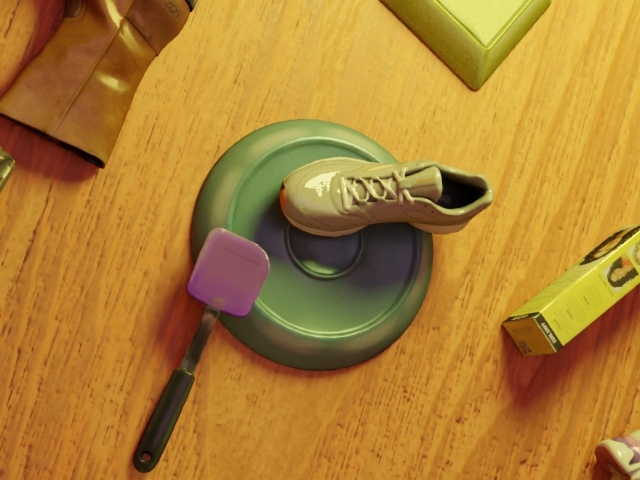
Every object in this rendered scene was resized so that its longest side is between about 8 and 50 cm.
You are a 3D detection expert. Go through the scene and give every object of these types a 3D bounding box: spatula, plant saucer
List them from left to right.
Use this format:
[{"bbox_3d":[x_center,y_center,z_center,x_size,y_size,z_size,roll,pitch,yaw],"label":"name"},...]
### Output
[{"bbox_3d":[-0.146,0.131,1.626,0.084,0.030,0.296,23,85,0],"label":"spatula"},{"bbox_3d":[0.000,0.000,1.717,0.318,0.044,0.317,4,79,-18],"label":"plant saucer"},{"bbox_3d":[0.201,-0.328,1.848,0.188,0.045,0.188,43,69,-8],"label":"plant saucer"}]

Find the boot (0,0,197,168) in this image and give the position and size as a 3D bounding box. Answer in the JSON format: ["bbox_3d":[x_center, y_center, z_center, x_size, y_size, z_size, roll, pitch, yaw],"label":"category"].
[{"bbox_3d":[-0.306,-0.261,1.650,0.264,0.096,0.280,33,78,-19],"label":"boot"}]

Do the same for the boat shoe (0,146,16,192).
[{"bbox_3d":[-0.419,0.062,1.522,0.130,0.132,0.355,32,79,-22],"label":"boat shoe"}]

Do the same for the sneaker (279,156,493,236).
[{"bbox_3d":[0.084,-0.062,1.670,0.263,0.121,0.099,-2,80,-20],"label":"sneaker"}]

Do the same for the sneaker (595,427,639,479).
[{"bbox_3d":[0.456,0.331,1.783,0.105,0.095,0.236,-34,92,-14],"label":"sneaker"}]

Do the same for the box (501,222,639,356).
[{"bbox_3d":[0.347,0.060,1.807,0.232,0.087,0.058,-37,96,-23],"label":"box"}]
